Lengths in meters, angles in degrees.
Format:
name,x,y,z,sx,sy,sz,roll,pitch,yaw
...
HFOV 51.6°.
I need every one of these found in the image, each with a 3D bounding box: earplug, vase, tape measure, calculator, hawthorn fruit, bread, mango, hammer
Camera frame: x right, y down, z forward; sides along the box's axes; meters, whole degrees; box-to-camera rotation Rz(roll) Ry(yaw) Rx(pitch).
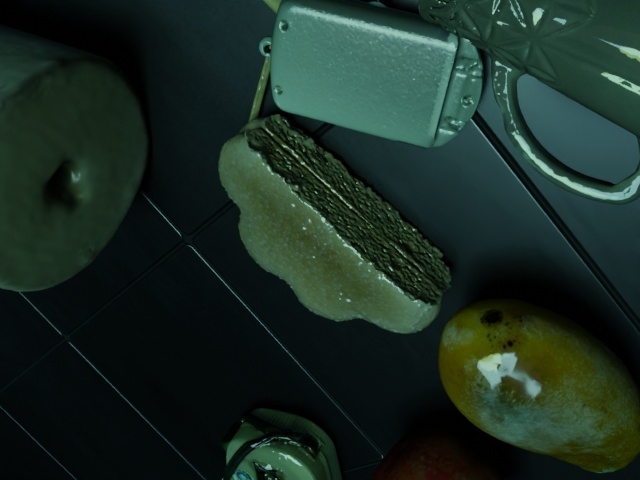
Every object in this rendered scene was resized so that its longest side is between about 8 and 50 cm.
name,x,y,z,sx,sy,sz,roll,pitch,yaw
earplug,-0.477,-0.148,0.886,0.393,0.312,0.313,23,131,18
vase,0.232,-0.172,0.561,0.300,0.156,0.251,29,113,17
tape measure,-0.092,0.395,1.180,0.235,0.115,0.207,6,127,27
calculator,0.049,-0.181,0.706,0.246,0.045,0.141,16,131,10
hawthorn fruit,0.146,0.391,0.941,0.208,0.248,0.208,47,166,16
bread,-0.001,0.002,0.849,0.337,0.102,0.183,42,133,-2
mango,0.275,0.188,0.800,0.316,0.146,0.192,42,137,-16
hammer,-0.073,-0.210,0.790,0.060,0.028,0.195,34,134,10
